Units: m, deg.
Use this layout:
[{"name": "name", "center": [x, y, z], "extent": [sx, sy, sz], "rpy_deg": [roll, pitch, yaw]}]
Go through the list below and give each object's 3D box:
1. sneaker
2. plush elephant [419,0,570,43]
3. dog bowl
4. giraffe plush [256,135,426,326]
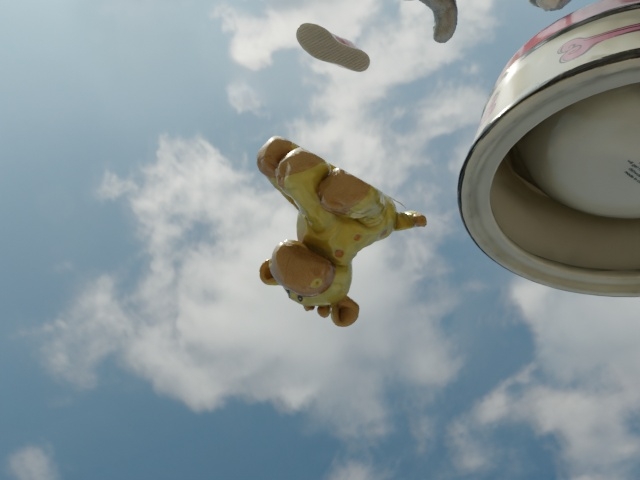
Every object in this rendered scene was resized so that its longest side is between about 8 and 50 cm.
[{"name": "sneaker", "center": [0.017, -0.326, 1.215], "extent": [0.134, 0.070, 0.051], "rpy_deg": [23, -74, -14]}, {"name": "plush elephant", "center": [0.225, -0.456, 1.181], "extent": [0.255, 0.272, 0.330], "rpy_deg": [-34, -73, 20]}, {"name": "dog bowl", "center": [0.363, -0.102, 0.813], "extent": [0.408, 0.408, 0.150], "rpy_deg": [9, -125, 2]}, {"name": "giraffe plush", "center": [0.000, 0.000, 0.845], "extent": [0.181, 0.210, 0.170], "rpy_deg": [35, -82, 49]}]
